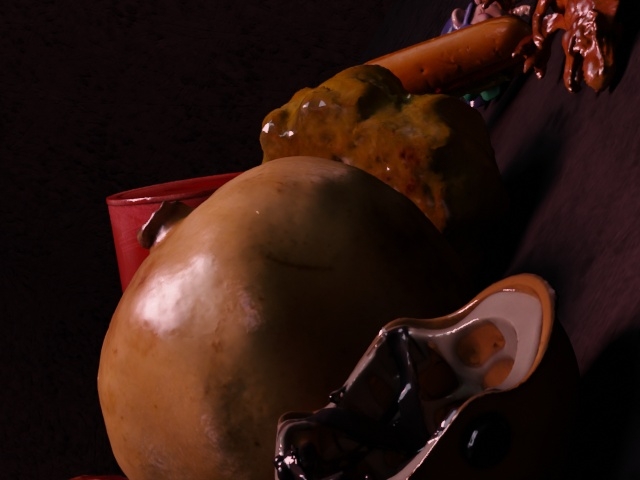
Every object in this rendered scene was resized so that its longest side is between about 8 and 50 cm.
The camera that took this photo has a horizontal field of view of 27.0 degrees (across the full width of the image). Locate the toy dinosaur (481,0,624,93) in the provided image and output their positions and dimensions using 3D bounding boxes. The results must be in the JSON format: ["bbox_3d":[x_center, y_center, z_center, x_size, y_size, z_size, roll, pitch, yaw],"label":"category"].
[{"bbox_3d":[0.250,-0.276,1.313,0.208,0.097,0.432,-35,29,46],"label":"toy dinosaur"}]

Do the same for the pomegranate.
[{"bbox_3d":[-0.030,0.094,1.107,0.333,0.332,0.332,-61,7,13],"label":"pomegranate"}]

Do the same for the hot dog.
[{"bbox_3d":[0.143,-0.191,1.497,0.092,0.235,0.062,47,-153,-58],"label":"hot dog"}]

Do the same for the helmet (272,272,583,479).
[{"bbox_3d":[0.081,0.134,0.853,0.224,0.130,0.198,-35,17,-4],"label":"helmet"}]

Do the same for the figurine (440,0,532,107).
[{"bbox_3d":[0.206,-0.255,1.597,0.102,0.111,0.195,-4,54,62],"label":"figurine"}]

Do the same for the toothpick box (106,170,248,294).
[{"bbox_3d":[-0.110,0.100,1.473,0.204,0.204,0.333,-131,32,-82],"label":"toothpick box"}]

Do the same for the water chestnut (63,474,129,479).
[{"bbox_3d":[-0.261,0.434,1.448,0.350,0.302,0.351,3,94,61],"label":"water chestnut"}]

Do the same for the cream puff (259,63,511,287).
[{"bbox_3d":[0.063,-0.043,1.310,0.185,0.282,0.282,-34,-21,-55],"label":"cream puff"}]
